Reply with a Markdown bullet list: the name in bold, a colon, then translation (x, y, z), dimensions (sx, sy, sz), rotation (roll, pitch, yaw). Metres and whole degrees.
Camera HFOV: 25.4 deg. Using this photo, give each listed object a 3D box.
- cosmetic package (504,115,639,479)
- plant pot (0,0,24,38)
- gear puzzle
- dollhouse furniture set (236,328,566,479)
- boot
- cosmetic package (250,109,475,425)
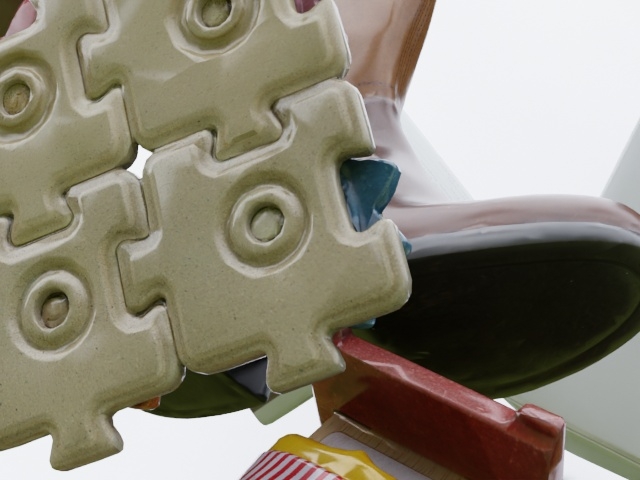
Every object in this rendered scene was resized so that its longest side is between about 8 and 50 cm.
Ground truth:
- **cosmetic package**: translation (0.294, 0.004, 1.050), dimensions (0.155, 0.366, 0.197), rotation (26, -8, 24)
- **plant pot**: translation (-0.182, -0.176, 0.731), dimensions (0.263, 0.263, 0.229), rotation (-12, -42, 26)
- **gear puzzle**: translation (-0.131, 0.012, 0.511), dimensions (0.338, 0.176, 0.044), rotation (-21, -21, 16)
- **dollhouse furniture set**: translation (0.084, 0.186, 0.430), dimensions (0.374, 0.201, 0.152), rotation (21, -45, 35)
- **boot**: translation (0.040, -0.057, 0.662), dimensions (0.264, 0.280, 0.096), rotation (-17, -48, 36)
- **cosmetic package**: translation (0.000, 0.000, 0.978), dimensions (0.151, 0.183, 0.151), rotation (-37, -87, 27)
